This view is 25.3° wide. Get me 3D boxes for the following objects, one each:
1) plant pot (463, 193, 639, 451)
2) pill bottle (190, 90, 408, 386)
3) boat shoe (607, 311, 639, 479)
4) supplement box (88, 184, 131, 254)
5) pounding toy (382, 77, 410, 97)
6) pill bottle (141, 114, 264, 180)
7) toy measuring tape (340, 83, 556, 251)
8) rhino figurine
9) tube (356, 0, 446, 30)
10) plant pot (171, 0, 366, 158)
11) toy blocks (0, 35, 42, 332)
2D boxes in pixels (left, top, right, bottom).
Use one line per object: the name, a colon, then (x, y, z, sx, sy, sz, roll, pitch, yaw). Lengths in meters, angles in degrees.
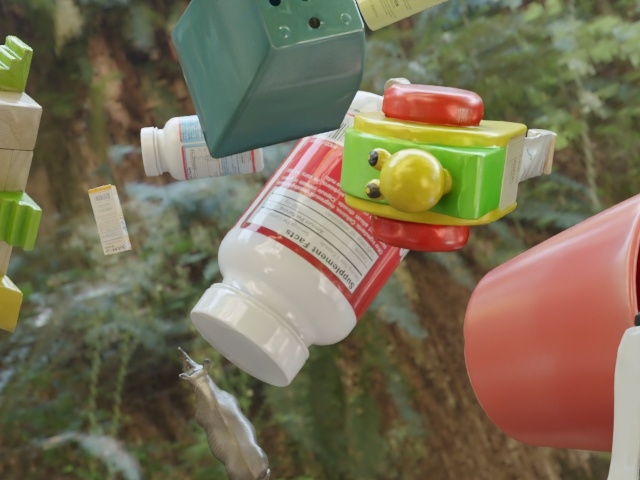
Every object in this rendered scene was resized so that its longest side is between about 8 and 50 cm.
plant pot: (0.294, 0.095, 1.418, 0.275, 0.275, 0.243, 1, -14, -43)
pill bottle: (0.000, 0.000, 2.065, 0.408, 0.229, 0.229, -53, -13, -19)
boat shoe: (0.305, 0.229, 1.141, 0.158, 0.340, 0.127, 30, -25, -33)
supplement box: (-0.305, -0.029, 2.073, 0.036, 0.098, 0.062, -14, 1, -2)
pounding toy: (0.140, -0.166, 2.326, 0.094, 0.181, 0.206, -16, -62, -45)
pill bottle: (-0.160, -0.127, 1.938, 0.160, 0.087, 0.087, -6, -23, -2)
toy measuring tape: (0.090, -0.060, 1.038, 0.121, 0.121, 0.330, -28, -2, 20)
rhino figurine: (-0.151, 0.265, 2.149, 0.073, 0.243, 0.106, -29, -5, -7)
tube: (0.166, -0.364, 1.960, 0.240, 0.062, 0.070, -22, -34, 14)
plant pot: (-0.048, -0.221, 1.570, 0.165, 0.165, 0.234, -15, -12, -18)
toy blocks: (-0.455, -0.031, 1.486, 0.261, 0.191, 0.381, 2, -67, -38)
